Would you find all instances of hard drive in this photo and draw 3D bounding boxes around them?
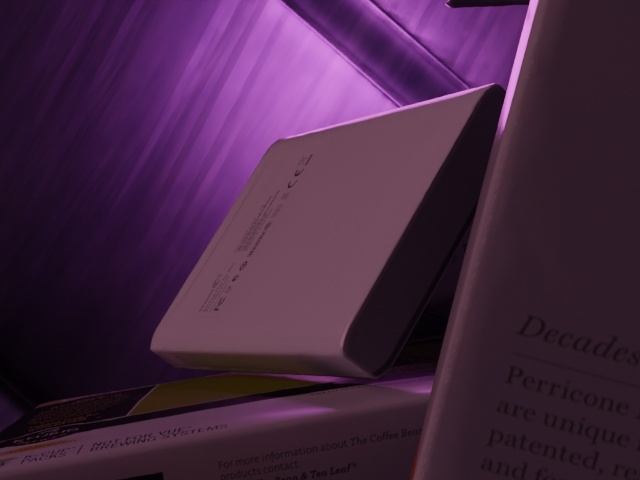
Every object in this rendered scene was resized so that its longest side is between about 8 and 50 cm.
[{"bbox_3d":[0.000,0.000,1.065,0.203,0.040,0.307,-59,22,-18],"label":"hard drive"}]

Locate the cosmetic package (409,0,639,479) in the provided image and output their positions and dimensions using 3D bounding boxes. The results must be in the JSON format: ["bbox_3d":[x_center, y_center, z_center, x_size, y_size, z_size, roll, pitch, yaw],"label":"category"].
[{"bbox_3d":[0.141,-0.011,0.569,0.230,0.161,0.453,-63,-13,-63],"label":"cosmetic package"}]

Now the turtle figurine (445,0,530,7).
[{"bbox_3d":[0.198,-0.091,1.137,0.274,0.198,0.266,-38,-16,-7],"label":"turtle figurine"}]

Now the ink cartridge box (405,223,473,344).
[{"bbox_3d":[0.101,0.015,1.189,0.127,0.176,0.128,41,-147,-54],"label":"ink cartridge box"}]

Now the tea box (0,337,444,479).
[{"bbox_3d":[-0.042,0.204,1.008,0.323,0.329,0.220,-61,-39,-87],"label":"tea box"}]
